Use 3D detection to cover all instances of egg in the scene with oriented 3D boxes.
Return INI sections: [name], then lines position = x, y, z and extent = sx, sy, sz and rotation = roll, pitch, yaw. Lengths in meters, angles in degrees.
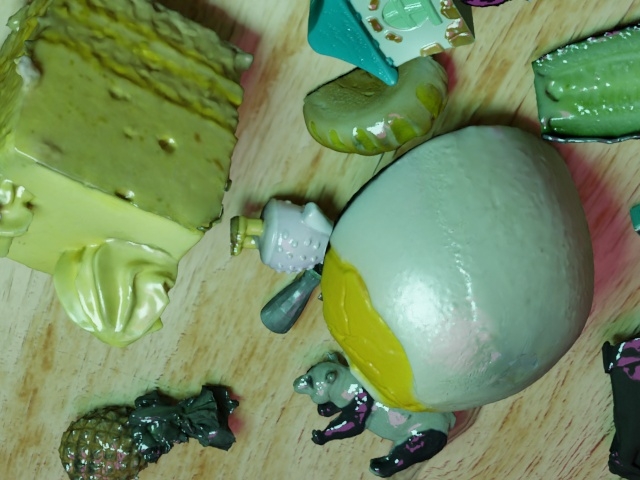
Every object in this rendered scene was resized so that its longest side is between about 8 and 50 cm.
[egg]
position = 0.168, 0.064, 1.291
extent = 0.337, 0.201, 0.337
rotation = -15, 137, -15

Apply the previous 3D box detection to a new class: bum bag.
[bum bag]
position = 0.422, 0.206, 1.553
extent = 0.142, 0.080, 0.326
rotation = -8, 129, 0

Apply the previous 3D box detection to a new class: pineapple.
[pineapple]
position = -0.217, 0.252, 1.601
extent = 0.237, 0.119, 0.111
rotation = -20, 85, 14

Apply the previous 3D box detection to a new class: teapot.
[teapot]
position = -0.026, 0.063, 1.458
extent = 0.042, 0.043, 0.111
rotation = 27, 124, -21

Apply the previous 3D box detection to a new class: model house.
[model house]
position = 0.054, -0.225, 1.145
extent = 0.148, 0.100, 0.127
rotation = -22, 128, 23

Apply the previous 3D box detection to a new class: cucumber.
[cucumber]
position = 0.311, -0.153, 1.217
extent = 0.192, 0.086, 0.115
rotation = -8, 88, 11

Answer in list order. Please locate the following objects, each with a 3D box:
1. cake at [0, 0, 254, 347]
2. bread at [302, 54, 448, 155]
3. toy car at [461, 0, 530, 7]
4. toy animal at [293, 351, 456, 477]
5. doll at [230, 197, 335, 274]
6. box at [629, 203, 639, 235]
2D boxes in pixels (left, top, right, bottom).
[cake]
position = -0.218, -0.065, 1.148
extent = 0.227, 0.286, 0.222
rotation = 25, 144, -24
[bread]
position = 0.061, -0.128, 1.242
extent = 0.157, 0.094, 0.083
rotation = -26, 123, 14
[toy car]
position = 0.089, -0.325, 0.987
extent = 0.118, 0.193, 0.301
rotation = -29, 124, 25
[toy animal]
position = 0.067, 0.219, 1.562
extent = 0.225, 0.094, 0.121
rotation = 27, 119, -10
[doll]
position = 0.000, 0.000, 1.369
extent = 0.207, 0.081, 0.129
rotation = 6, 148, -6
[box]
position = 0.480, -0.031, 1.348
extent = 0.226, 0.042, 0.161
rotation = -32, 123, 27
